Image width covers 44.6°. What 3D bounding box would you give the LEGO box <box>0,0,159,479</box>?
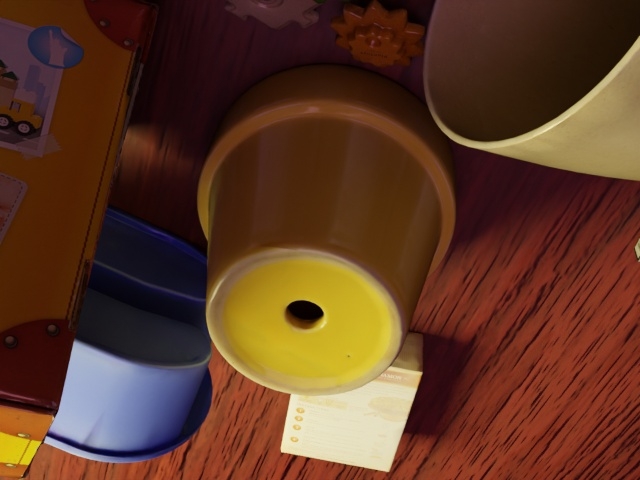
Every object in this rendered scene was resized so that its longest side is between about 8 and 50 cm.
[{"bbox_3d":[-0.407,-0.072,0.556,0.500,0.372,0.193,17,146,-19],"label":"LEGO box"}]

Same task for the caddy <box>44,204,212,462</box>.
[{"bbox_3d":[-0.260,0.091,0.819,0.341,0.241,0.179,25,121,-10],"label":"caddy"}]

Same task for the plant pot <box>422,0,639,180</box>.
[{"bbox_3d":[0.265,-0.148,0.597,0.274,0.256,0.256,18,128,-27],"label":"plant pot"}]

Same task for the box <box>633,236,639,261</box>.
[{"bbox_3d":[0.418,-0.013,0.785,0.162,0.029,0.116,12,127,0],"label":"box"}]

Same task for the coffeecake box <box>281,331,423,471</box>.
[{"bbox_3d":[0.036,0.189,0.956,0.142,0.068,0.185,11,127,-1],"label":"coffeecake box"}]

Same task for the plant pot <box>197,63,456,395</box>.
[{"bbox_3d":[0.000,0.000,0.718,0.254,0.239,0.254,3,125,5],"label":"plant pot"}]

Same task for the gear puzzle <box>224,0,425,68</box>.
[{"bbox_3d":[-0.054,-0.216,0.624,0.339,0.044,0.175,25,159,-32],"label":"gear puzzle"}]
